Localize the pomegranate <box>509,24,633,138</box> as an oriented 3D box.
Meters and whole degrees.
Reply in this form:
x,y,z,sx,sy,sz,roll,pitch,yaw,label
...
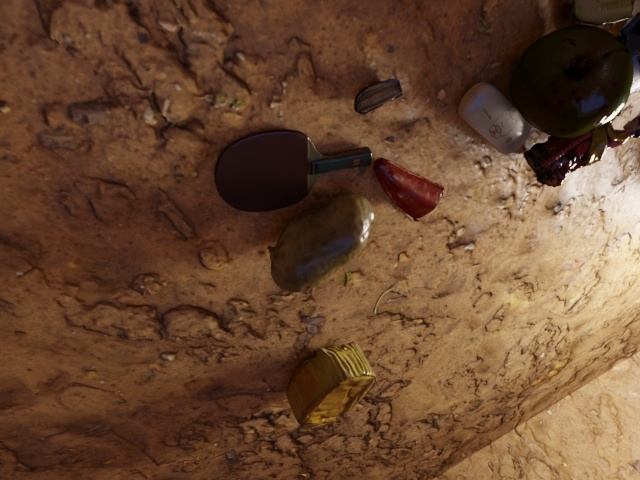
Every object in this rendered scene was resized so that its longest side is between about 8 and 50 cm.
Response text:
x,y,z,sx,sy,sz,roll,pitch,yaw,label
0.414,-0.270,0.756,0.179,0.210,0.179,-1,106,-3,pomegranate

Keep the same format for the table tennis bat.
x,y,z,sx,sy,sz,roll,pitch,yaw,label
-0.041,-0.122,0.747,0.274,0.021,0.154,-12,134,-14,table tennis bat

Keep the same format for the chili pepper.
x,y,z,sx,sy,sz,roll,pitch,yaw,label
0.155,-0.109,0.832,0.169,0.065,0.088,28,112,-37,chili pepper

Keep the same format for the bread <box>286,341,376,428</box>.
x,y,z,sx,sy,sz,roll,pitch,yaw,label
0.019,0.372,1.145,0.179,0.133,0.250,11,125,-34,bread

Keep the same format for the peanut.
x,y,z,sx,sy,sz,roll,pitch,yaw,label
0.000,0.000,0.807,0.224,0.129,0.129,-36,136,-6,peanut

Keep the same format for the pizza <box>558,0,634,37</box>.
x,y,z,sx,sy,sz,roll,pitch,yaw,label
0.456,-0.403,0.721,0.134,0.046,0.175,-10,129,-13,pizza

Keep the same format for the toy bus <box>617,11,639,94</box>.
x,y,z,sx,sy,sz,roll,pitch,yaw,label
0.635,-0.375,0.775,0.125,0.133,0.292,26,114,-41,toy bus

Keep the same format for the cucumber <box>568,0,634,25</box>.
x,y,z,sx,sy,sz,roll,pitch,yaw,label
0.430,-0.367,0.683,0.107,0.035,0.067,-11,103,-10,cucumber

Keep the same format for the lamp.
x,y,z,sx,sy,sz,roll,pitch,yaw,label
0.551,-0.213,0.899,0.253,0.118,0.118,-34,136,7,lamp

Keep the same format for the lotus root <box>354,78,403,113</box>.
x,y,z,sx,sy,sz,roll,pitch,yaw,label
0.089,-0.232,0.705,0.083,0.030,0.037,-26,105,-7,lotus root

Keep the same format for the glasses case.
x,y,z,sx,sy,sz,roll,pitch,yaw,label
0.326,-0.223,0.818,0.193,0.049,0.074,22,117,-40,glasses case
